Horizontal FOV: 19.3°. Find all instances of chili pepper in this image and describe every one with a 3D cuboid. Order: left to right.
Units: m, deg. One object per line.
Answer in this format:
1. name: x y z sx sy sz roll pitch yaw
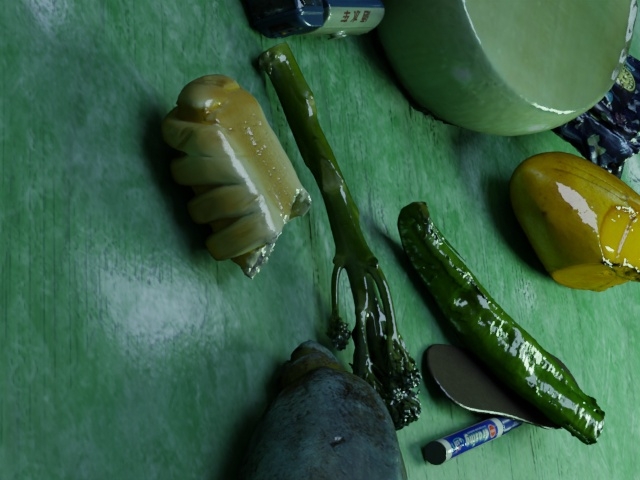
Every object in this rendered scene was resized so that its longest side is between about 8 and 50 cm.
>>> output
1. chili pepper: 0.181 0.089 1.964 0.359 0.076 0.085 46 19 -28

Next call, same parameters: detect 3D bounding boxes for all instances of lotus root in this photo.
1. lotus root: 0.010 0.205 1.563 0.158 0.140 0.322 45 35 -35

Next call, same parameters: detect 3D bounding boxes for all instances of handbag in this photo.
1. handbag: 0.332 -0.181 2.327 0.162 0.113 0.260 35 29 -6

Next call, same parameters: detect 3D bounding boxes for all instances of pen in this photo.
1. pen: 0.161 0.199 1.926 0.204 0.025 0.025 -11 81 -60

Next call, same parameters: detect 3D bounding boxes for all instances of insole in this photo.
1. insole: 0.205 0.154 2.021 0.328 0.007 0.111 10 47 -55

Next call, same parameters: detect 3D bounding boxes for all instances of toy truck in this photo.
1. toy truck: -0.004 -0.246 1.897 0.201 0.074 0.088 -12 91 -61

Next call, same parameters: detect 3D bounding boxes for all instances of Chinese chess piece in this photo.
1. Chinese chess piece: 0.202 -0.290 2.087 0.349 0.146 0.349 5 82 -45

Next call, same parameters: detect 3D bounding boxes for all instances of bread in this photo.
1. bread: -0.076 -0.057 1.637 0.177 0.084 0.119 65 28 -6

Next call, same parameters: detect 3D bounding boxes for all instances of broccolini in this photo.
1. broccolini: 0.002 -0.002 1.778 0.074 0.079 0.392 -7 71 -49

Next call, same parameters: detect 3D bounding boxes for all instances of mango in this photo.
1. mango: 0.305 -0.021 2.200 0.252 0.126 0.154 32 49 -39
